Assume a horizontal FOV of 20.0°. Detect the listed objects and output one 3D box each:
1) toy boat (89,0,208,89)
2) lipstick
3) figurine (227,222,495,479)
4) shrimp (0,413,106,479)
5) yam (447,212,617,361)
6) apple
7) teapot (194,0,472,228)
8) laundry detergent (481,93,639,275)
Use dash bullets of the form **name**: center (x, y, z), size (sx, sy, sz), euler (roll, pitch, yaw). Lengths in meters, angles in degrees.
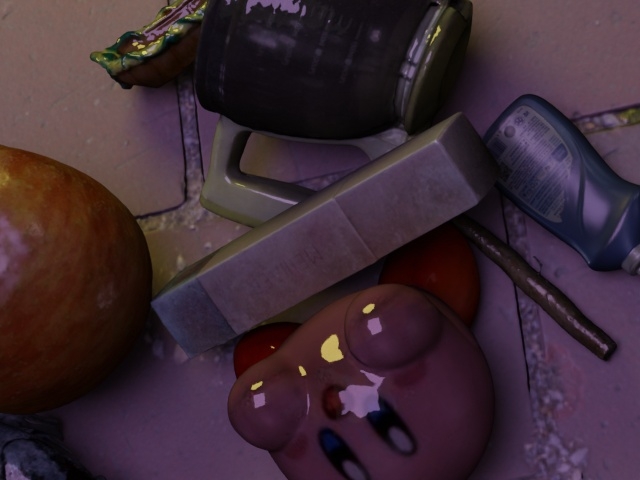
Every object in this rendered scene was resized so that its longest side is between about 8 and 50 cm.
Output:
- **toy boat**: center (-0.110, -0.264, 1.870), size (0.099, 0.108, 0.293), euler (40, 103, -16)
- **lipstick**: center (0.000, 0.000, 1.721), size (0.371, 0.080, 0.076), euler (-29, 101, 33)
- **figurine**: center (0.057, 0.145, 1.681), size (0.270, 0.261, 0.211), euler (-34, 97, 12)
- **shrimp**: center (-0.362, 0.235, 1.823), size (0.410, 0.166, 0.221), euler (27, 49, 5)
- **yam**: center (0.193, 0.030, 1.731), size (0.234, 0.027, 0.029), euler (43, 127, 22)
- **apple**: center (-0.325, 0.038, 1.807), size (0.309, 0.277, 0.250), euler (12, 80, 36)
- **teapot**: center (0.007, -0.162, 1.739), size (0.239, 0.239, 0.321), euler (23, 84, 12)
- **laundry detergent**: center (0.241, -0.043, 1.708), size (0.096, 0.061, 0.206), euler (-46, 67, 6)
